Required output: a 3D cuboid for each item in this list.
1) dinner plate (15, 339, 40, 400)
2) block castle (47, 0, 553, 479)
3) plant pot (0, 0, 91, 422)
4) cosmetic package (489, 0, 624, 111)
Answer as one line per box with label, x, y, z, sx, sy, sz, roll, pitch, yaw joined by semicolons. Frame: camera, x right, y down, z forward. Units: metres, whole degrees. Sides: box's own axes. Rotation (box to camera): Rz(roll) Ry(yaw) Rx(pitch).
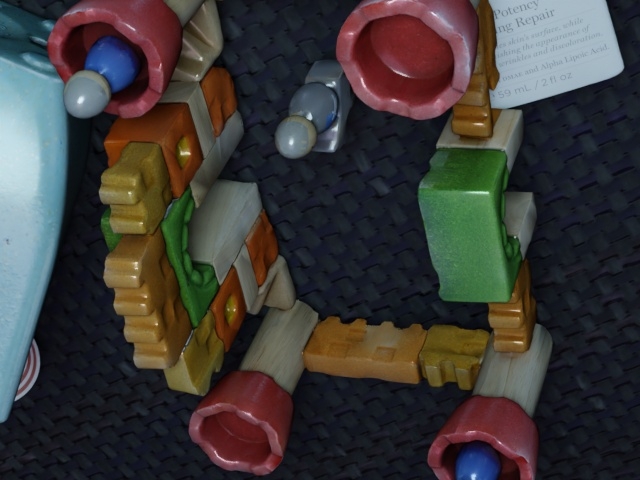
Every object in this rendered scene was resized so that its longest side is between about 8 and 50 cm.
dinner plate;-0.332;0.102;1.231;0.141;0.017;0.141;1;125;1
block castle;0.000;0.000;0.972;0.303;0.213;0.453;3;131;22
plant pot;-0.295;-0.060;0.993;0.248;0.247;0.252;22;109;-12
cosmetic package;0.133;-0.218;0.943;0.117;0.085;0.231;-17;123;15
